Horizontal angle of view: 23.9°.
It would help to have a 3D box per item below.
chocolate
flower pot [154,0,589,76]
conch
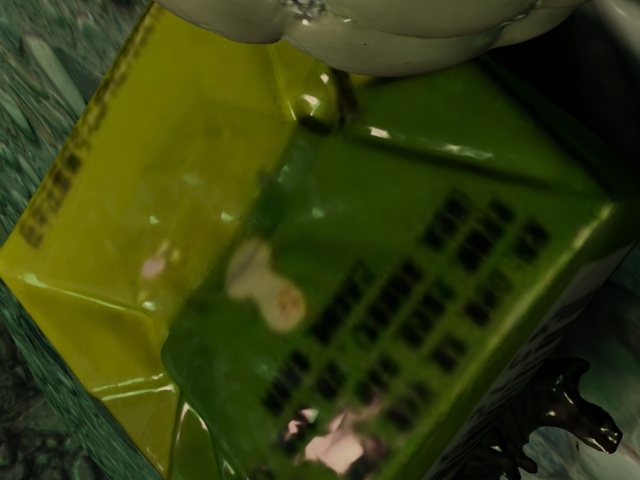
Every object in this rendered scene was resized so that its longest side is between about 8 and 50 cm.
[{"bbox_3d":[0.000,0.000,0.836,0.289,0.301,0.137,46,-157,25],"label":"chocolate"},{"bbox_3d":[0.015,-0.179,0.520,0.246,0.246,0.195,43,-176,33],"label":"flower pot"},{"bbox_3d":[0.065,0.046,0.972,0.313,0.186,0.241,-117,20,-44],"label":"conch"}]
